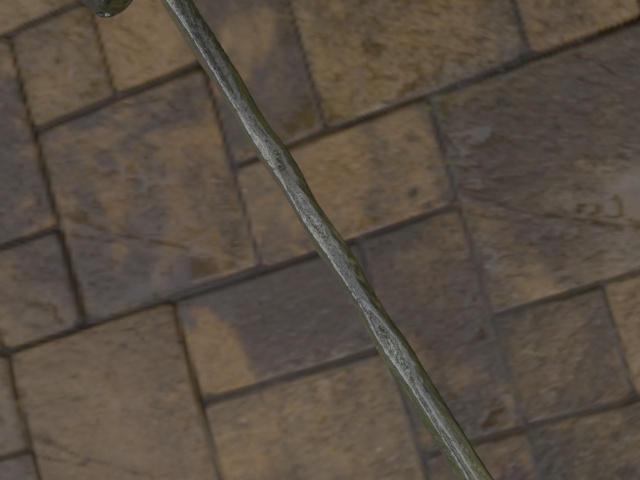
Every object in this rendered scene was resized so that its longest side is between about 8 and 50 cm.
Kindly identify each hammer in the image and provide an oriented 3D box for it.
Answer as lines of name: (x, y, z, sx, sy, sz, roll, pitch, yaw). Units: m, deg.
hammer: (0.000, 0.000, 0.586, 0.292, 0.058, 0.029, 58, 154, -5)
